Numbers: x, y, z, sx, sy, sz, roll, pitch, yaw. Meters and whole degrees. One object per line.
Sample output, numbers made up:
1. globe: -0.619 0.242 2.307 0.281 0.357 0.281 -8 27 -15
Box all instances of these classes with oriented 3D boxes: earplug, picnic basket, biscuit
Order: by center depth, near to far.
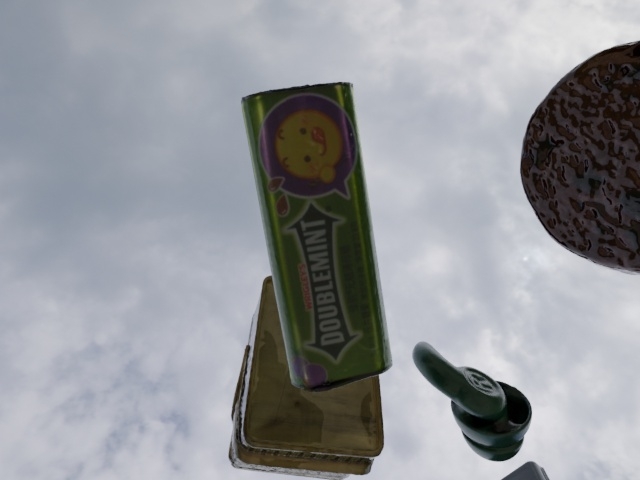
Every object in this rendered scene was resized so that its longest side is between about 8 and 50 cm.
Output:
1. biscuit: 0.250 -0.061 0.327 0.049 0.192 0.192 -12 -117 -28
2. picnic basket: -0.029 0.248 0.750 0.228 0.175 0.312 11 -133 -11
3. earplug: 0.332 0.366 0.944 0.164 0.258 0.280 -36 -69 -50

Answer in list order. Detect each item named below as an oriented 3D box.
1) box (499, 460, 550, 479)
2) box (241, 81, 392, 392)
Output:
1. box: 0.437 0.584 0.890 0.160 0.230 0.050 -43 -92 12
2. box: 0.000 0.000 0.506 0.134 0.097 0.345 -9 -82 -8
